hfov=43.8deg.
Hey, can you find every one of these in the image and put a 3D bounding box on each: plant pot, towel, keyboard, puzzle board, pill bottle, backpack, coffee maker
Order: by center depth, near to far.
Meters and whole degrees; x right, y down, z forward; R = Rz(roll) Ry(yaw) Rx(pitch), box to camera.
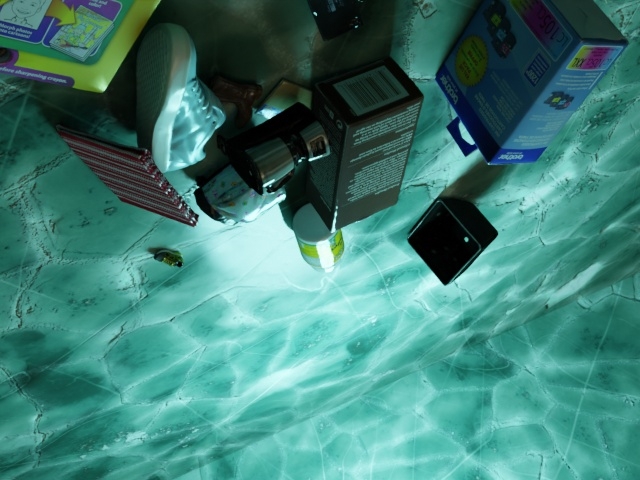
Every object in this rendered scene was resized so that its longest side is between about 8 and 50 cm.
[{"bbox_3d":[0.031,-0.423,1.370,0.108,0.023,0.180,-24,153,5],"label":"keyboard"},{"bbox_3d":[-0.351,-0.118,1.486,0.031,0.199,0.275,-65,158,-18],"label":"towel"},{"bbox_3d":[-0.092,-0.199,1.591,0.178,0.171,0.120,-31,158,-18],"label":"coffee maker"},{"bbox_3d":[-0.062,-0.279,1.626,0.128,0.011,0.096,11,135,-49],"label":"puzzle board"},{"bbox_3d":[-0.160,-0.109,1.701,0.182,0.115,0.152,-32,155,21],"label":"backpack"},{"bbox_3d":[0.000,0.000,2.026,0.118,0.117,0.208,-25,151,-6],"label":"pill bottle"},{"bbox_3d":[0.402,-0.009,2.313,0.167,0.188,0.187,-17,152,-43],"label":"plant pot"}]

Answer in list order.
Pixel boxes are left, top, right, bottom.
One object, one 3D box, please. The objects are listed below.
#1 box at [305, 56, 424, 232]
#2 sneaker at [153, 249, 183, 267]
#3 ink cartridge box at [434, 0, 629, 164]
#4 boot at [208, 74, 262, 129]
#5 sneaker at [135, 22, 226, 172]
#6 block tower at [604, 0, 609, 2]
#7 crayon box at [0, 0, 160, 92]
[{"bbox_3d":[0.086,-0.200,1.743,0.191,0.143,0.381,-24,150,-20],"label":"box"},{"bbox_3d":[-0.354,0.044,1.873,0.083,0.035,0.031,6,136,-47],"label":"sneaker"},{"bbox_3d":[0.407,-0.344,1.657,0.151,0.270,0.395,-6,145,-29],"label":"ink cartridge box"},{"bbox_3d":[-0.178,-0.263,1.521,0.114,0.037,0.106,-2,129,-45],"label":"boot"},{"bbox_3d":[-0.238,-0.253,1.401,0.150,0.135,0.366,-16,161,-24],"label":"sneaker"},{"bbox_3d":[0.675,-0.631,1.612,0.335,0.091,0.097,-37,150,18],"label":"block tower"},{"bbox_3d":[-0.397,-0.376,1.073,0.363,0.106,0.313,5,136,-46],"label":"crayon box"}]
